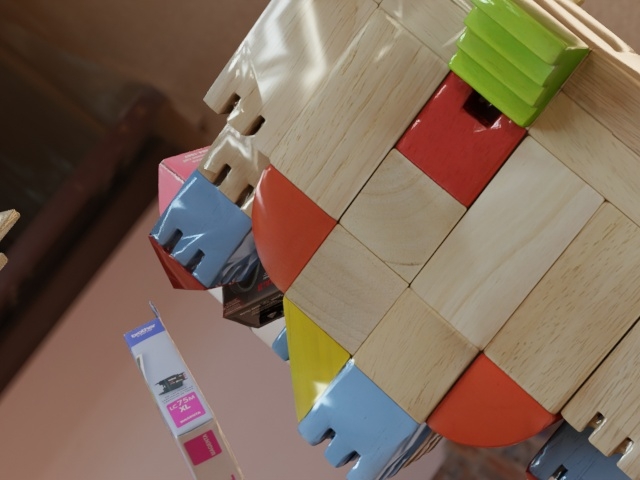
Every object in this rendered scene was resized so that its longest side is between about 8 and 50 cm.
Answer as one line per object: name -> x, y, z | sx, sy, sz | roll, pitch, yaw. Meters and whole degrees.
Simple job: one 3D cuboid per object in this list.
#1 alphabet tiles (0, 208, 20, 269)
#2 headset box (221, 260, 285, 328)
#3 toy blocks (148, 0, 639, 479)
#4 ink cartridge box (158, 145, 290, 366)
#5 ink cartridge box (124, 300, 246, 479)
alphabet tiles -> -0.398, 0.088, 1.389 | 0.011, 0.285, 0.342 | 48, 151, -22
headset box -> -0.030, 0.011, 0.970 | 0.032, 0.083, 0.062 | 20, 146, -39
toy blocks -> 0.069, 0.007, 0.807 | 0.381, 0.261, 0.190 | 42, -161, 15
ink cartridge box -> 0.000, 0.000, 1.531 | 0.283, 0.207, 0.117 | 40, 139, 46
ink cartridge box -> -0.168, 0.224, 2.017 | 0.186, 0.065, 0.311 | 68, 173, -31
